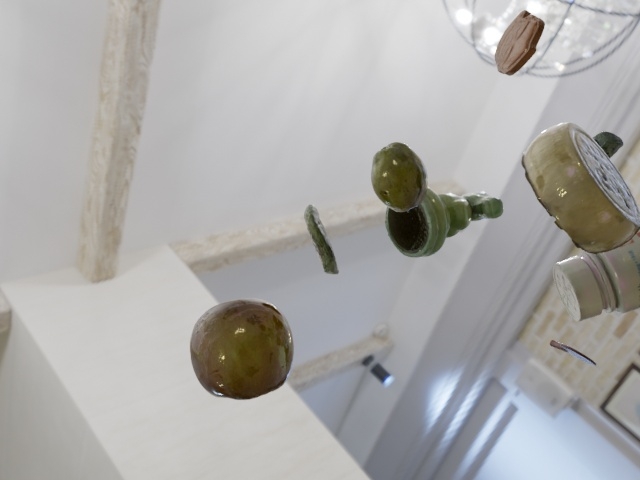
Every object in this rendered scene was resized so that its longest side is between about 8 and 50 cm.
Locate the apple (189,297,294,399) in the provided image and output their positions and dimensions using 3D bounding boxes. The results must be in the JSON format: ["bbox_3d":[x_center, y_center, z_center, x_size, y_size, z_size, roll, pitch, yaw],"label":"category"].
[{"bbox_3d":[-0.167,0.235,1.538,0.236,0.208,0.237,-10,-16,-3],"label":"apple"}]

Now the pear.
[{"bbox_3d":[0.144,-0.113,1.329,0.107,0.107,0.132,-27,-79,-28],"label":"pear"}]

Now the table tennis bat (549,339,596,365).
[{"bbox_3d":[0.649,0.288,1.888,0.098,0.154,0.019,32,-93,-21],"label":"table tennis bat"}]

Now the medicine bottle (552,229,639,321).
[{"bbox_3d":[0.669,0.063,1.578,0.292,0.170,0.170,-20,-33,4],"label":"medicine bottle"}]

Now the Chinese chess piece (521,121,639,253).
[{"bbox_3d":[0.491,-0.099,1.368,0.104,0.257,0.257,-38,-24,32],"label":"Chinese chess piece"}]

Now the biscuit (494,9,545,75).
[{"bbox_3d":[0.314,-0.316,1.164,0.019,0.130,0.102,24,-60,-16],"label":"biscuit"}]

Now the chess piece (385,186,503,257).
[{"bbox_3d":[0.314,-0.065,1.745,0.298,0.176,0.176,-14,-44,-35],"label":"chess piece"}]

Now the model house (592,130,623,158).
[{"bbox_3d":[0.646,-0.207,1.681,0.078,0.066,0.083,17,-46,-28],"label":"model house"}]

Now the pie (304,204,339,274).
[{"bbox_3d":[0.000,0.000,1.757,0.041,0.187,0.187,-21,-34,2],"label":"pie"}]
